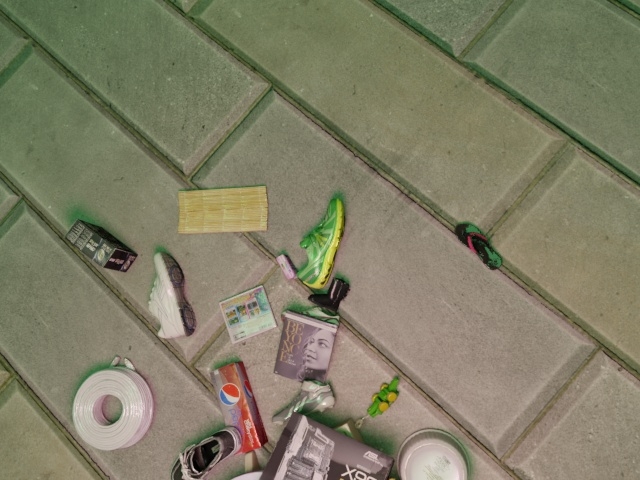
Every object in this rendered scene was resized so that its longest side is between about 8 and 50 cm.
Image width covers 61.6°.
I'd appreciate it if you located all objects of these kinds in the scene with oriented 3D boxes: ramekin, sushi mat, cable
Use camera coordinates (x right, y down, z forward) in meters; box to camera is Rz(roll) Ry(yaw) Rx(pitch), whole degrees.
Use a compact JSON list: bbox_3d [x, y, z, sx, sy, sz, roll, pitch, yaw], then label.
[{"bbox_3d":[0.319,0.647,1.519,0.207,0.109,0.207,-2,80,10],"label":"ramekin"},{"bbox_3d":[-0.329,-0.100,1.805,0.317,0.019,0.151,-2,79,9],"label":"sushi mat"},{"bbox_3d":[-0.661,0.535,1.717,0.257,0.089,0.257,42,89,14],"label":"cable"}]

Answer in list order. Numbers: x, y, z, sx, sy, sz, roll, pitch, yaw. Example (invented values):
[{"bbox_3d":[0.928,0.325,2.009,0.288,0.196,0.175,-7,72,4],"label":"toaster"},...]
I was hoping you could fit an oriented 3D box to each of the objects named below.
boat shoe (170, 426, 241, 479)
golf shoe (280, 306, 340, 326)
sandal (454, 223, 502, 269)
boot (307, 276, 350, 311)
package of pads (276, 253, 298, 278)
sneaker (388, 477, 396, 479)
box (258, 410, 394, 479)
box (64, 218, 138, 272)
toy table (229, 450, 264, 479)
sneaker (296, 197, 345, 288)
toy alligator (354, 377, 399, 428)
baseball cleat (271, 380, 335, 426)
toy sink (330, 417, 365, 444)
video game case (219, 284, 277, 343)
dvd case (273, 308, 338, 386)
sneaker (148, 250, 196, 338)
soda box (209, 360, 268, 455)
[{"bbox_3d":[-0.366,0.661,1.595,0.306,0.105,0.113,-36,72,25],"label":"boat shoe"},{"bbox_3d":[-0.031,0.247,1.678,0.186,0.067,0.086,13,57,11],"label":"golf shoe"},{"bbox_3d":[0.484,0.013,1.634,0.067,0.040,0.179,-42,76,1],"label":"sandal"},{"bbox_3d":[0.029,0.160,1.660,0.121,0.045,0.099,24,96,-28],"label":"boot"},{"bbox_3d":[-0.104,0.085,1.718,0.032,0.050,0.083,-34,77,11],"label":"package of pads"},{"bbox_3d":[0.140,0.719,1.449,0.209,0.081,0.094,-28,43,-1],"label":"sneaker"},{"bbox_3d":[0.011,0.631,1.425,0.308,0.076,0.242,19,65,21],"label":"box"},{"bbox_3d":[-0.728,0.020,1.788,0.180,0.147,0.077,34,87,13],"label":"box"},{"bbox_3d":[-0.181,0.754,1.561,0.275,0.161,0.252,-11,79,8],"label":"toy table"},{"bbox_3d":[0.000,0.000,1.685,0.124,0.109,0.295,17,84,8],"label":"sneaker"},{"bbox_3d":[0.180,0.493,1.601,0.051,0.056,0.189,41,87,-28],"label":"toy alligator"},{"bbox_3d":[-0.060,0.488,1.631,0.206,0.072,0.109,-20,78,4],"label":"baseball cleat"},{"bbox_3d":[0.071,0.660,1.547,0.153,0.131,0.234,-28,77,4],"label":"toy sink"},{"bbox_3d":[-0.234,0.239,1.731,0.157,0.019,0.143,-23,77,6],"label":"video game case"},{"bbox_3d":[-0.048,0.334,1.640,0.165,0.018,0.221,16,106,12],"label":"dvd case"},{"bbox_3d":[-0.506,0.180,1.747,0.129,0.111,0.297,-19,77,12],"label":"sneaker"},{"bbox_3d":[-0.251,0.512,1.653,0.092,0.083,0.263,-21,78,7],"label":"soda box"}]
